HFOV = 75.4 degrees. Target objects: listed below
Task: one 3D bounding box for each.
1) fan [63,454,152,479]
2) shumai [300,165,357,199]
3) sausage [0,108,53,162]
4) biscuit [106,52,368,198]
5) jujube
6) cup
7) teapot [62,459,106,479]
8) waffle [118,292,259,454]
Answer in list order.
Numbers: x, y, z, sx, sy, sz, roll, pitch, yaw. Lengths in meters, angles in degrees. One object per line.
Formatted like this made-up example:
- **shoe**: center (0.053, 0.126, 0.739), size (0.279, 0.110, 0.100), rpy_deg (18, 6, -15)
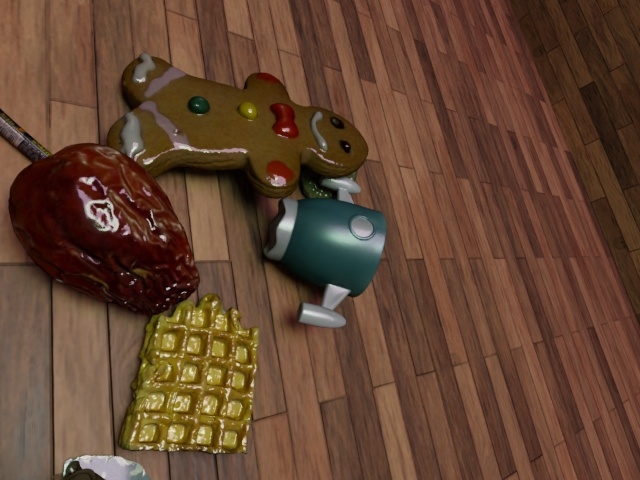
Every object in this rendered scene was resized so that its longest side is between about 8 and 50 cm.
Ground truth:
- **fan**: center (-0.226, 0.355, 0.472), size (0.131, 0.009, 0.240), rpy_deg (-16, 80, -42)
- **shumai**: center (0.015, -0.135, 0.842), size (0.099, 0.124, 0.087), rpy_deg (52, 6, -9)
- **sausage**: center (-0.398, -0.138, 0.546), size (0.198, 0.028, 0.025), rpy_deg (44, 23, -13)
- **biscuit**: center (-0.108, -0.200, 0.699), size (0.432, 0.064, 0.283), rpy_deg (5, 56, -21)
- **jujube**: center (-0.259, -0.005, 0.522), size (0.236, 0.168, 0.168), rpy_deg (54, 47, -20)
- **cup**: center (0.000, 0.000, 0.713), size (0.173, 0.167, 0.299), rpy_deg (18, 59, -14)
- **teapot**: center (-0.271, 0.291, 0.433), size (0.110, 0.085, 0.080), rpy_deg (-34, 118, -15)
- **waffle**: center (-0.168, 0.174, 0.568), size (0.160, 0.055, 0.210), rpy_deg (18, 60, -31)
